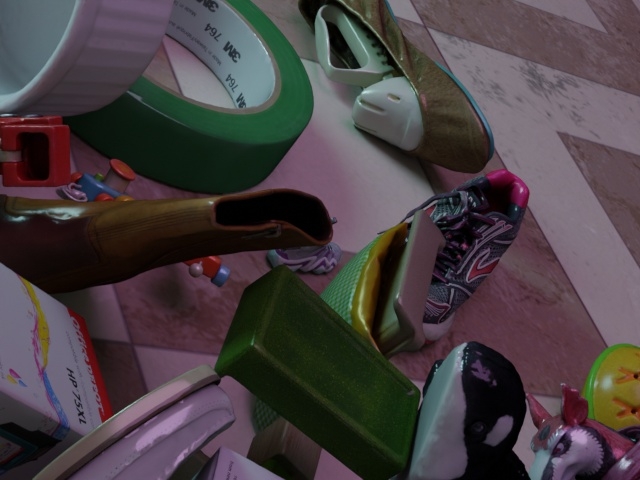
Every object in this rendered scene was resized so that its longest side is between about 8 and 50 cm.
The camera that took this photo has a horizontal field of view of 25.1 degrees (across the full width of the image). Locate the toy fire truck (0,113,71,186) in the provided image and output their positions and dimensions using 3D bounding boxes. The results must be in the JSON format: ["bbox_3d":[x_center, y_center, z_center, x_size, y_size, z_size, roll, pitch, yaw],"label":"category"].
[{"bbox_3d":[-0.270,-0.073,1.141,0.192,0.047,0.135,2,9,16],"label":"toy fire truck"}]

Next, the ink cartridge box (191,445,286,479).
[{"bbox_3d":[-0.024,0.260,0.989,0.212,0.154,0.093,31,32,-12],"label":"ink cartridge box"}]

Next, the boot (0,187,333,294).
[{"bbox_3d":[-0.173,0.005,1.062,0.264,0.280,0.096,9,80,-50],"label":"boot"}]

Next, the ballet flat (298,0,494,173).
[{"bbox_3d":[0.072,-0.198,1.727,0.124,0.116,0.342,-13,56,-28],"label":"ballet flat"}]

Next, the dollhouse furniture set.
[{"bbox_3d":[-0.029,0.079,1.153,0.151,0.197,0.301,41,35,-17],"label":"dollhouse furniture set"}]

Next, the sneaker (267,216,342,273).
[{"bbox_3d":[0.000,0.000,1.424,0.098,0.069,0.038,-8,55,-50],"label":"sneaker"}]

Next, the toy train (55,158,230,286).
[{"bbox_3d":[-0.149,-0.023,1.280,0.166,0.046,0.125,31,4,-9],"label":"toy train"}]

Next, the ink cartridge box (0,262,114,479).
[{"bbox_3d":[-0.217,0.094,0.994,0.231,0.078,0.134,42,19,-51],"label":"ink cartridge box"}]

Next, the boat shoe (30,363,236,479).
[{"bbox_3d":[-0.159,0.201,0.894,0.302,0.113,0.103,-39,81,-21],"label":"boat shoe"}]

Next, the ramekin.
[{"bbox_3d":[-0.258,-0.238,1.281,0.135,0.277,0.277,0,48,-55],"label":"ramekin"}]

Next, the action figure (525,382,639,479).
[{"bbox_3d":[0.282,0.267,1.155,0.248,0.275,0.370,-127,-168,-78],"label":"action figure"}]

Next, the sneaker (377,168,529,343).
[{"bbox_3d":[0.129,0.004,1.511,0.121,0.112,0.299,40,32,3],"label":"sneaker"}]

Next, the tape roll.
[{"bbox_3d":[-0.161,-0.189,1.494,0.321,0.077,0.321,27,34,-20],"label":"tape roll"}]

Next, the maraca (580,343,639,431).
[{"bbox_3d":[0.321,0.195,1.485,0.127,0.099,0.186,22,61,-22],"label":"maraca"}]

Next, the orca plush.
[{"bbox_3d":[0.105,0.195,1.065,0.102,0.287,0.151,18,26,-1],"label":"orca plush"}]
